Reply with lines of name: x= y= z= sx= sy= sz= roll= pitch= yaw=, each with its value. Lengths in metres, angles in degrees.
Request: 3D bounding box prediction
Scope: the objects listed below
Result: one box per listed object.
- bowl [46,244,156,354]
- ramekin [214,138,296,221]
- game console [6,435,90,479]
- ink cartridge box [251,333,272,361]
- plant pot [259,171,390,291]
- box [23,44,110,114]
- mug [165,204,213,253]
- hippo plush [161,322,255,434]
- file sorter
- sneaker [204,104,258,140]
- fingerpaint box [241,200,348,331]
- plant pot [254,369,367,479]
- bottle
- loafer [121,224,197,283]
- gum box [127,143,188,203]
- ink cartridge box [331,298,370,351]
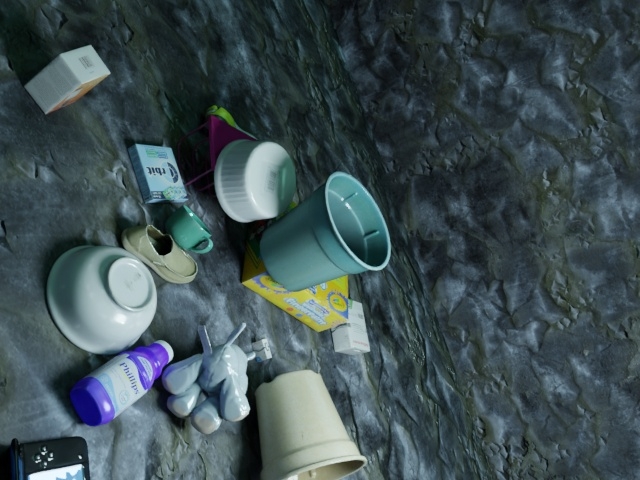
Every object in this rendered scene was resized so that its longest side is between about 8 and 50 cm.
bowl: x=-0.519 y=0.131 z=1.436 sx=0.298 sy=0.134 sz=0.298 roll=39 pitch=39 yaw=-42
ramekin: x=-0.204 y=-0.197 z=1.859 sx=0.277 sy=0.135 sz=0.277 roll=-2 pitch=92 yaw=-53
game console: x=-0.515 y=0.532 z=1.104 sx=0.250 sy=0.173 sz=0.293 roll=15 pitch=57 yaw=-55
ink cartridge box: x=-0.200 y=0.361 z=1.906 sx=0.028 sy=0.048 sz=0.083 roll=4 pitch=65 yaw=-59
plant pot: x=0.000 y=0.000 z=1.881 sx=0.341 sy=0.334 sz=0.341 roll=36 pitch=40 yaw=-37
box: x=-0.682 y=-0.434 z=1.529 sx=0.091 sy=0.170 sz=0.130 roll=56 pitch=30 yaw=-16
mug: x=-0.410 y=-0.026 z=1.735 sx=0.129 sy=0.097 sz=0.158 roll=50 pitch=-2 yaw=-35
hippo plush: x=-0.308 y=0.373 z=1.603 sx=0.236 sy=0.234 sz=0.295 roll=118 pitch=-31 yaw=-88
file sorter: x=-0.334 y=-0.262 z=1.991 sx=0.290 sy=0.182 sz=0.202 roll=21 pitch=54 yaw=-52
sneaker: x=-0.339 y=-0.374 z=2.173 sx=0.300 sy=0.111 sz=0.121 roll=40 pitch=48 yaw=-32
fingerpaint box: x=-0.085 y=0.087 z=2.183 sx=0.444 sy=0.163 sz=0.371 roll=38 pitch=39 yaw=-39
plant pot: x=-0.061 y=0.581 z=1.743 sx=0.333 sy=0.333 sz=0.306 roll=27 pitch=37 yaw=-50
bottle: x=-0.476 y=0.337 z=1.399 sx=0.118 sy=0.092 sz=0.283 roll=65 pitch=28 yaw=-5
loafer: x=-0.453 y=0.041 z=1.657 sx=0.268 sy=0.092 sz=0.102 roll=38 pitch=39 yaw=-42
gum box: x=-0.512 y=-0.208 z=1.794 sx=0.157 sy=0.041 sz=0.185 roll=-6 pitch=76 yaw=-61
ink cartridge box: x=0.119 y=0.367 z=2.405 sx=0.160 sy=0.092 sz=0.220 roll=26 pitch=49 yaw=-50
